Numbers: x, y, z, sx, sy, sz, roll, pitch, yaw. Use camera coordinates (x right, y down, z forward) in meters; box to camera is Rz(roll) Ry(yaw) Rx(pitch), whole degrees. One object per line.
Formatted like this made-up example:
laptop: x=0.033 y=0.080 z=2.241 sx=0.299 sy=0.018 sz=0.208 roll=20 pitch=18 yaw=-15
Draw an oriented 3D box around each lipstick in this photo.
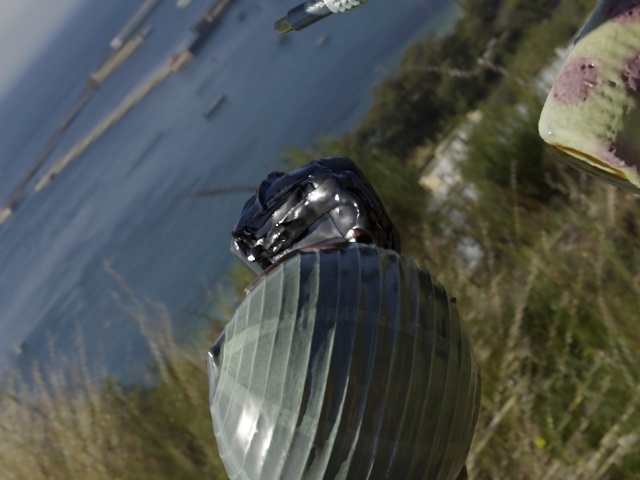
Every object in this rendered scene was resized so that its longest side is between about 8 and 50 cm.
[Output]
lipstick: x=-0.002 y=-0.240 z=1.349 sx=0.116 sy=0.037 sz=0.037 roll=-21 pitch=30 yaw=40

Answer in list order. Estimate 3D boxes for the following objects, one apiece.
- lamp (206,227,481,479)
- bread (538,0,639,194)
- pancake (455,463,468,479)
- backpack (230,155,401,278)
lamp: x=0.015 y=0.123 z=1.100 sx=0.233 sy=0.233 sz=0.265 roll=-155 pitch=81 yaw=-75
bread: x=0.386 y=-0.226 z=1.470 sx=0.338 sy=0.155 sz=0.187 roll=-60 pitch=-23 yaw=1
pancake: x=0.125 y=0.276 z=1.554 sx=0.115 sy=0.114 sz=0.011 roll=-64 pitch=0 yaw=-42
backpack: x=0.000 y=0.000 z=1.572 sx=0.133 sy=0.206 sz=0.258 roll=-37 pitch=-2 yaw=-41
